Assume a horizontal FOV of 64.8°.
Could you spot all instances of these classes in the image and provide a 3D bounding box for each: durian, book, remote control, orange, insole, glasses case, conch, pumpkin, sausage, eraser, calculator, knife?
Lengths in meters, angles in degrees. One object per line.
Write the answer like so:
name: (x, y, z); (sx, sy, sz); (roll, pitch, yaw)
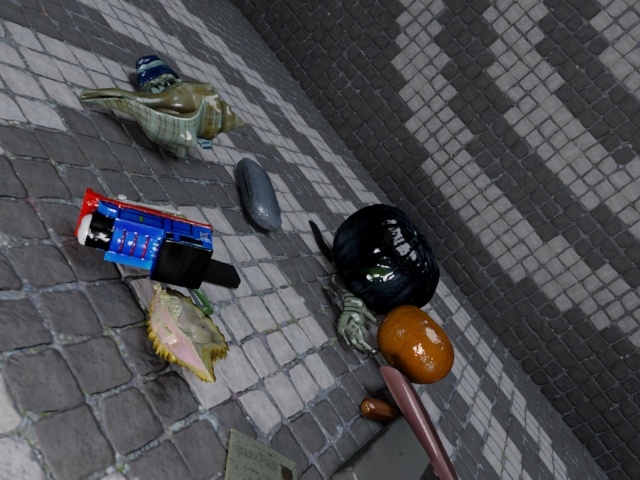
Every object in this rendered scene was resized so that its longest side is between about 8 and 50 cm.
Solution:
durian: (-0.201, 0.155, 0.747); (0.140, 0.078, 0.224); (49, -2, -33)
book: (-0.083, 0.376, 0.712); (0.138, 0.016, 0.199); (40, 21, -23)
remote control: (-0.248, 0.043, 0.967); (0.245, 0.025, 0.063); (24, 27, -52)
orange: (0.252, 0.284, 1.357); (0.224, 0.170, 0.224); (49, -2, 2)
insole: (0.000, 0.000, 1.615); (0.064, 0.004, 0.188); (30, 27, -44)
glasses case: (-0.171, -0.133, 1.401); (0.109, 0.067, 0.282); (36, 21, -40)
conch: (-0.347, -0.282, 1.194); (0.386, 0.170, 0.203); (-18, 38, -34)
pumpkin: (0.205, 0.063, 1.555); (0.363, 0.266, 0.363); (47, 17, -19)
sausage: (0.136, 0.383, 1.136); (0.131, 0.041, 0.039); (32, 31, -41)
eraser: (0.123, 0.434, 0.966); (0.111, 0.077, 0.352); (58, 20, 15)
calculator: (0.244, 0.446, 1.180); (0.330, 0.048, 0.220); (63, 4, 24)
knife: (-0.239, 0.051, 0.870); (0.212, 0.015, 0.054); (47, -3, 27)

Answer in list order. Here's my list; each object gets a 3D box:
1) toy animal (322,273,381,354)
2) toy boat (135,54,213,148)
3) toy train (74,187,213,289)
toy animal: (0.077, 0.196, 1.324); (0.176, 0.073, 0.217); (39, 26, -12)
toy boat: (-0.399, -0.371, 1.402); (0.291, 0.067, 0.220); (58, 18, -10)
toy train: (-0.274, -0.004, 0.793); (0.203, 0.083, 0.131); (15, 25, -23)
